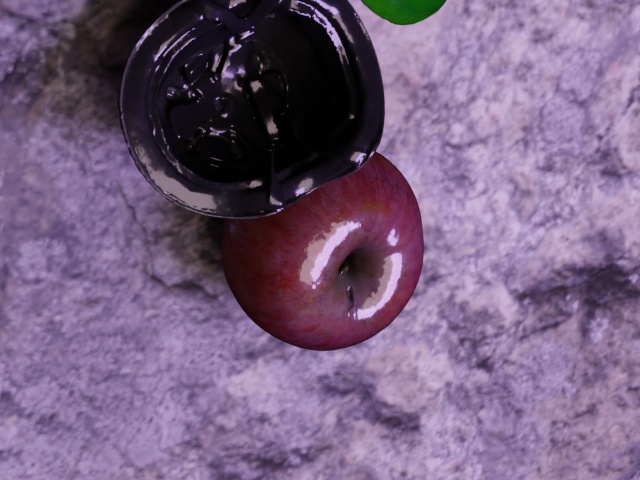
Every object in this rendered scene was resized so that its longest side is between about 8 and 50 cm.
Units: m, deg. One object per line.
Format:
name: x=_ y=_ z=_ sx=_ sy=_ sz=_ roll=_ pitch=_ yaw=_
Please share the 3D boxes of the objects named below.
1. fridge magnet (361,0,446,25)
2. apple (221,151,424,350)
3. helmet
fridge magnet: x=0.031 y=-0.238 z=1.233 sx=0.208 sy=0.088 sz=0.208 roll=32 pitch=52 yaw=-53
apple: x=0.000 y=0.000 z=1.381 sx=0.153 sy=0.120 sz=0.153 roll=-15 pitch=118 yaw=-29
helmet: x=-0.050 y=-0.099 z=1.291 sx=0.176 sy=0.107 sz=0.153 roll=-21 pitch=100 yaw=-6
